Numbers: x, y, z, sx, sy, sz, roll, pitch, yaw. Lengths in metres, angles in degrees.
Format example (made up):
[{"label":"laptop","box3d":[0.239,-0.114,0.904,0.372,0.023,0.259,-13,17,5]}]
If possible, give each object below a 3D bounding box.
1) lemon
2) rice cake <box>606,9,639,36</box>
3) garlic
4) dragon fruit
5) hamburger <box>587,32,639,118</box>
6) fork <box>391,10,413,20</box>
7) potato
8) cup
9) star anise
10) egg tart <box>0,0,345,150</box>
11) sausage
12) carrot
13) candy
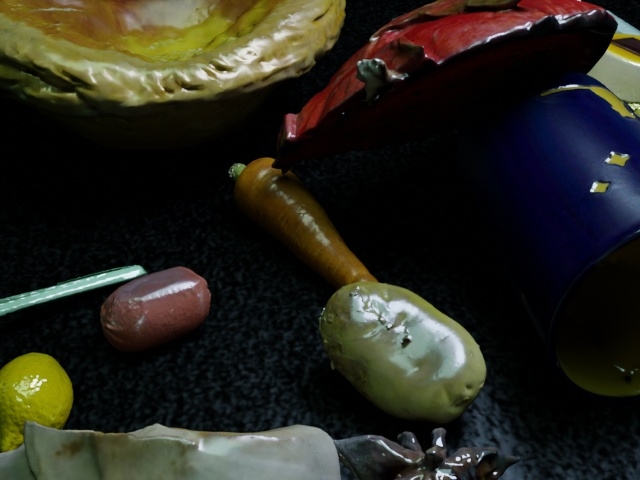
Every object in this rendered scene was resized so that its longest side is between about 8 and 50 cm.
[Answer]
[{"label":"lemon","box3d":[-0.217,0.121,0.759,0.065,0.065,0.092,5,39,6]},{"label":"rice cake","box3d":[0.385,-0.235,1.241,0.033,0.029,0.171,-11,40,-24]},{"label":"garlic","box3d":[-0.094,0.184,0.630,0.229,0.178,0.143,-14,69,10]},{"label":"dragon fruit","box3d":[0.142,-0.170,0.938,0.343,0.100,0.282,-13,-7,-43]},{"label":"hamburger","box3d":[0.339,-0.173,1.121,0.126,0.081,0.141,26,33,25]},{"label":"fork","box3d":[0.190,-0.333,1.368,0.235,0.021,0.039,-24,41,-28]},{"label":"potato","box3d":[0.062,0.087,0.792,0.138,0.070,0.091,38,68,20]},{"label":"cup","box3d":[0.250,0.006,0.871,0.178,0.255,0.256,-37,35,13]},{"label":"star anise","box3d":[0.063,0.164,0.707,0.129,0.056,0.124,18,30,16]},{"label":"egg tart","box3d":[-0.188,-0.220,1.100,0.443,0.178,0.443,0,36,0]},{"label":"sausage","box3d":[-0.138,0.055,0.848,0.094,0.054,0.059,-19,42,-23]},{"label":"carrot","box3d":[0.000,0.000,0.920,0.061,0.061,0.256,-26,50,-29]},{"label":"candy","box3d":[-0.294,0.066,0.831,0.335,0.092,0.093,-16,4,-31]}]
